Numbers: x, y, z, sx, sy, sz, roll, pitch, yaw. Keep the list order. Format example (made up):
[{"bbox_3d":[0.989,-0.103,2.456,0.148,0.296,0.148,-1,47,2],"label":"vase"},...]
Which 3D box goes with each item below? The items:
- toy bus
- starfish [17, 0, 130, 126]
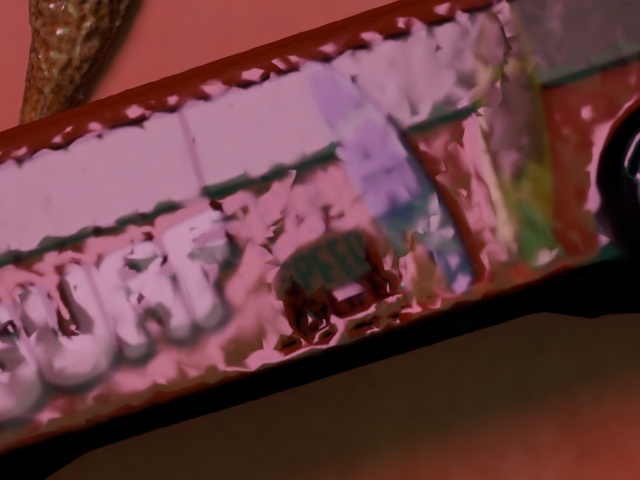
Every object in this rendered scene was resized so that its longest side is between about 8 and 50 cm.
[{"bbox_3d":[0.000,0.000,0.482,0.408,0.093,0.092,-18,80,2],"label":"toy bus"},{"bbox_3d":[-0.072,-0.109,0.515,0.208,0.053,0.176,-1,98,10],"label":"starfish"}]
